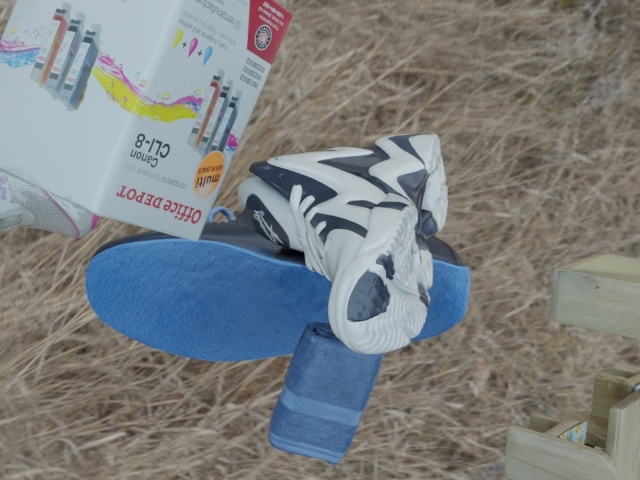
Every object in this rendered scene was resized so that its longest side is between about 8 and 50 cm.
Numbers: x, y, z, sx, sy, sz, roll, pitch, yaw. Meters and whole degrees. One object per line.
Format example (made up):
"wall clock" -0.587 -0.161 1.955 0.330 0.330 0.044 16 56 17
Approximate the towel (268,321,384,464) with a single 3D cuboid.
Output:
"towel" 0.004 0.116 0.838 0.067 0.119 0.029 16 32 -5

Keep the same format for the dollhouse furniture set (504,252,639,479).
"dollhouse furniture set" 0.270 0.147 0.880 0.212 0.161 0.242 -13 109 -52

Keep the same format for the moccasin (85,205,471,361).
"moccasin" -0.038 0.041 1.014 0.342 0.117 0.138 5 114 -5

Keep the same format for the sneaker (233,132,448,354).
"sneaker" 0.000 0.000 0.789 0.235 0.153 0.094 -71 151 -49

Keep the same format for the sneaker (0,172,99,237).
"sneaker" -0.310 -0.029 0.905 0.252 0.103 0.111 10 65 -3

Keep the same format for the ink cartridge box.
"ink cartridge box" -0.127 -0.106 0.733 0.127 0.128 0.176 24 93 26
